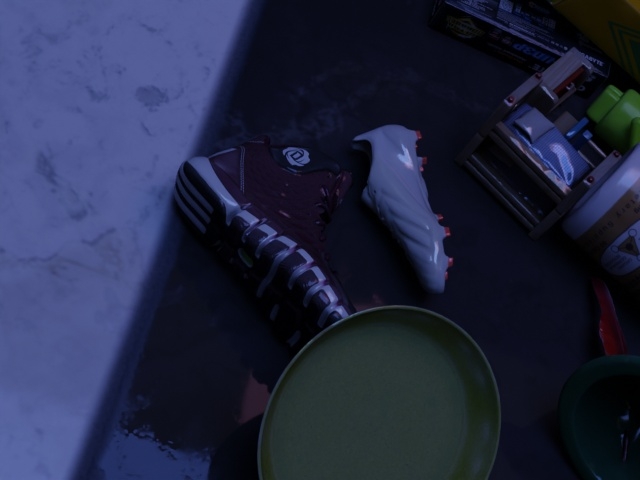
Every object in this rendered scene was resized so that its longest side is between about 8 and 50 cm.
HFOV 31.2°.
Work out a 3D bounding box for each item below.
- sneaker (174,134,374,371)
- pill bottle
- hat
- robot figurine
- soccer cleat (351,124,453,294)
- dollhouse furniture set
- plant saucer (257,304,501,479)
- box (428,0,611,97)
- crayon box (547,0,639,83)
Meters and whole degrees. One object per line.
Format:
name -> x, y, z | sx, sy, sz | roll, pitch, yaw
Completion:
sneaker -> 0.000, 0.000, 1.117 | 0.162, 0.106, 0.281 | -33, 78, -34
pill bottle -> 0.385, 0.015, 1.232 | 0.229, 0.131, 0.131 | 43, 58, 5
hat -> 0.349, 0.149, 1.154 | 0.183, 0.173, 0.209 | -33, 103, -49
robot figurine -> 0.367, -0.130, 1.337 | 0.115, 0.067, 0.101 | 42, 28, 5
soccer cleat -> 0.084, -0.030, 1.189 | 0.076, 0.068, 0.196 | -10, 66, -8
dollhouse furniture set -> 0.271, -0.123, 1.262 | 0.129, 0.129, 0.183 | 46, 58, 6
plant saucer -> 0.050, 0.173, 1.028 | 0.241, 0.037, 0.241 | -4, 100, -23
box -> 0.255, -0.292, 1.388 | 0.220, 0.051, 0.175 | 22, 58, -8
crayon box -> 0.391, -0.300, 1.369 | 0.318, 0.081, 0.202 | 33, 56, -23
